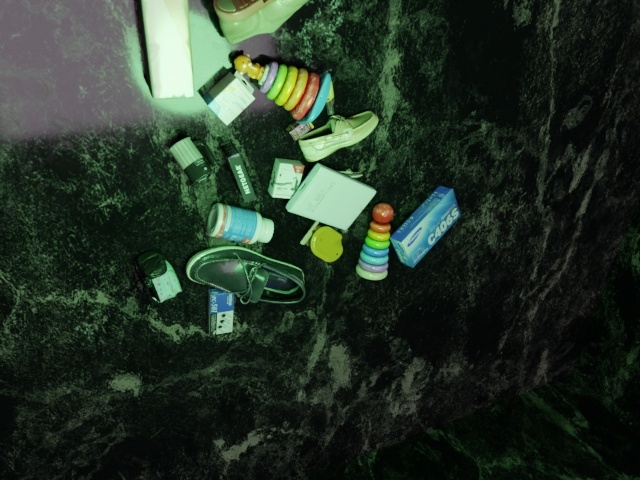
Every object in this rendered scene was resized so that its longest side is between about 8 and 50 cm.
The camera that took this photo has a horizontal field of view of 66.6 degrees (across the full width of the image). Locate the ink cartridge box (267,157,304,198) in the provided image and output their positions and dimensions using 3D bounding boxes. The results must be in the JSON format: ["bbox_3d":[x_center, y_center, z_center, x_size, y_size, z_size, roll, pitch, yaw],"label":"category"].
[{"bbox_3d":[-0.126,-0.225,1.785,0.099,0.056,0.135,2,118,-28],"label":"ink cartridge box"}]

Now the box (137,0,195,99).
[{"bbox_3d":[-0.433,-0.567,1.362,0.121,0.148,0.311,-10,125,-21],"label":"box"}]

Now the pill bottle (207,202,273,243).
[{"bbox_3d":[-0.287,-0.055,1.770,0.222,0.124,0.124,12,114,-31],"label":"pill bottle"}]

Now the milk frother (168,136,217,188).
[{"bbox_3d":[-0.429,-0.248,1.603,0.143,0.129,0.134,-31,96,30],"label":"milk frother"}]

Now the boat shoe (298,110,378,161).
[{"bbox_3d":[0.065,-0.394,1.744,0.302,0.109,0.098,-27,129,-1],"label":"boat shoe"}]

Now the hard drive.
[{"bbox_3d":[0.046,-0.160,1.870,0.319,0.040,0.210,16,120,-44],"label":"hard drive"}]

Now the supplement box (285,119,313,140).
[{"bbox_3d":[-0.074,-0.395,1.705,0.083,0.055,0.043,-38,127,-1],"label":"supplement box"}]

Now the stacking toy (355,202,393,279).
[{"bbox_3d":[0.240,-0.005,2.074,0.141,0.141,0.330,-3,114,-25],"label":"stacking toy"}]

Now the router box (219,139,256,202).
[{"bbox_3d":[-0.280,-0.234,1.654,0.046,0.133,0.178,-24,128,-10],"label":"router box"}]

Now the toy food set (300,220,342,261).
[{"bbox_3d":[0.000,0.000,1.989,0.218,0.071,0.128,35,82,-40],"label":"toy food set"}]

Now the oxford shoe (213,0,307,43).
[{"bbox_3d":[-0.131,-0.718,1.451,0.397,0.140,0.146,-28,159,-14],"label":"oxford shoe"}]

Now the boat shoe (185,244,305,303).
[{"bbox_3d":[-0.269,0.145,1.890,0.500,0.156,0.186,15,114,-31],"label":"boat shoe"}]

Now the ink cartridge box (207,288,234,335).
[{"bbox_3d":[-0.406,0.286,1.978,0.097,0.046,0.207,-6,122,-24],"label":"ink cartridge box"}]

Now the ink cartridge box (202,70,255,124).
[{"bbox_3d":[-0.284,-0.456,1.539,0.143,0.090,0.092,-43,128,4],"label":"ink cartridge box"}]

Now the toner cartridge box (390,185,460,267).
[{"bbox_3d":[0.458,-0.062,2.102,0.348,0.075,0.165,-45,130,-17],"label":"toner cartridge box"}]

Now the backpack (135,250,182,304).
[{"bbox_3d":[-0.575,0.139,1.746,0.115,0.152,0.182,-23,133,-17],"label":"backpack"}]

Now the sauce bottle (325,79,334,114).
[{"bbox_3d":[0.028,-0.502,1.694,0.042,0.042,0.128,-21,125,-13],"label":"sauce bottle"}]

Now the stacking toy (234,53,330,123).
[{"bbox_3d":[-0.136,-0.506,1.559,0.302,0.166,0.175,20,95,-23],"label":"stacking toy"}]

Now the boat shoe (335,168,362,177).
[{"bbox_3d":[0.099,-0.256,1.885,0.137,0.049,0.043,-10,84,-20],"label":"boat shoe"}]
